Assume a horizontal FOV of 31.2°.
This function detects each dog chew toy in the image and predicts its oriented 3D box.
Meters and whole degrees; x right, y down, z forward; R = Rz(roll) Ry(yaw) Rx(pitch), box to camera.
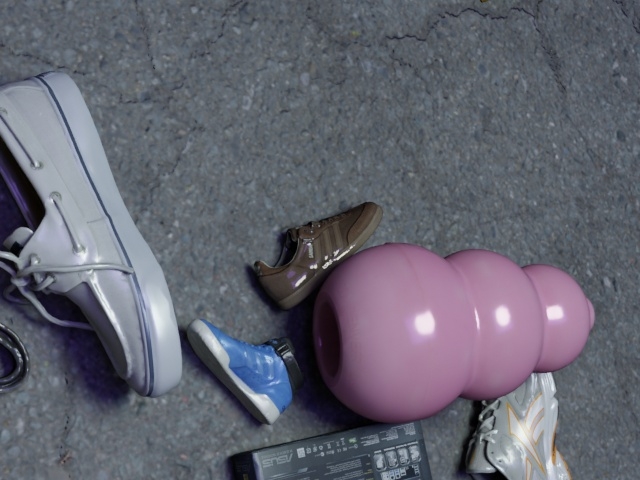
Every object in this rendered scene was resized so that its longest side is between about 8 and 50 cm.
[{"bbox_3d":[0.163,0.100,1.331,0.332,0.206,0.206,-3,79,-18],"label":"dog chew toy"}]

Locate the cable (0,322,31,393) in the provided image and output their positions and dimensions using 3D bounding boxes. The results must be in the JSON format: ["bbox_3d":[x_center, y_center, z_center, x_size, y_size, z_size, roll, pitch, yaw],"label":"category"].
[{"bbox_3d":[-0.400,0.040,1.133,0.139,0.072,0.287,-31,94,-26],"label":"cable"}]

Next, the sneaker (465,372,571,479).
[{"bbox_3d":[0.229,0.237,1.421,0.121,0.099,0.262,-9,81,-26],"label":"sneaker"}]

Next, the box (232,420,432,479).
[{"bbox_3d":[0.026,0.311,1.308,0.233,0.059,0.183,-8,81,-31],"label":"box"}]

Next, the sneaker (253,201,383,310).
[{"bbox_3d":[0.000,0.000,1.366,0.071,0.066,0.188,50,60,-8],"label":"sneaker"}]

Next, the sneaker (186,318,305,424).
[{"bbox_3d":[-0.079,0.127,1.294,0.084,0.058,0.152,-46,106,-23],"label":"sneaker"}]

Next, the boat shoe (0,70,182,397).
[{"bbox_3d":[-0.273,0.006,1.175,0.156,0.136,0.367,-20,85,-31],"label":"boat shoe"}]
